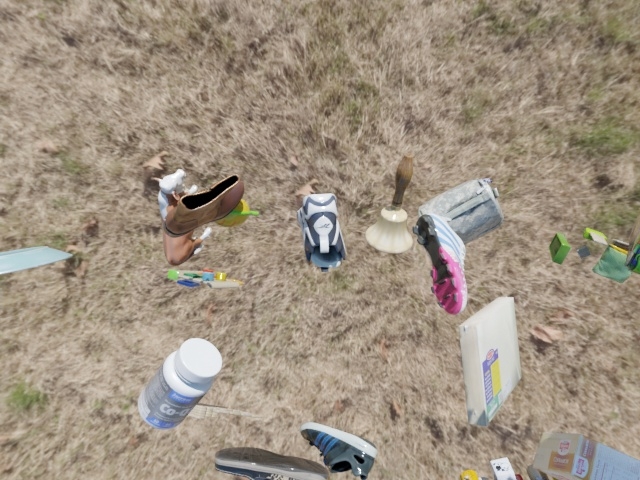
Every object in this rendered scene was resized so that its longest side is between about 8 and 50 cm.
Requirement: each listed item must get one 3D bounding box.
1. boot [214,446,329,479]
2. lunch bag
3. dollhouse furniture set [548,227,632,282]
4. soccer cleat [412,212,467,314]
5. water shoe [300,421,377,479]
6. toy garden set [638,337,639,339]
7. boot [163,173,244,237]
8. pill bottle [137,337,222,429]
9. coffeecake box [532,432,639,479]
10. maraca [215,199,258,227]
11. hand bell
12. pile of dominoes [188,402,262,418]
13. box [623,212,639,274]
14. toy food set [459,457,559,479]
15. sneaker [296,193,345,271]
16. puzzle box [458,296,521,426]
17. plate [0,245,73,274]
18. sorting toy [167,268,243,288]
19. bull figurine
[{"bbox_3d":[-0.181,0.842,1.494,0.377,0.138,0.285,14,85,-10],"label":"boot"},{"bbox_3d":[0.527,-0.095,1.749,0.305,0.256,0.213,-29,78,16],"label":"lunch bag"},{"bbox_3d":[0.485,0.031,0.806,0.151,0.059,0.076,20,119,7],"label":"dollhouse furniture set"},{"bbox_3d":[0.390,0.059,1.380,0.143,0.116,0.332,2,60,-27],"label":"soccer cleat"},{"bbox_3d":[0.022,0.441,0.973,0.073,0.203,0.080,46,55,-32],"label":"water shoe"},{"bbox_3d":[0.544,0.075,0.643,0.049,0.244,0.204,43,71,3],"label":"toy garden set"},{"bbox_3d":[-0.263,-0.120,1.156,0.264,0.280,0.096,-29,91,-31],"label":"boot"},{"bbox_3d":[-0.206,0.211,0.682,0.078,0.078,0.137,40,117,1],"label":"pill bottle"},{"bbox_3d":[0.473,0.386,0.755,0.185,0.142,0.068,23,71,10],"label":"coffeecake box"},{"bbox_3d":[-0.266,-0.089,1.402,0.127,0.185,0.099,13,97,21],"label":"maraca"},{"bbox_3d":[0.189,-0.100,1.135,0.126,0.126,0.242,9,127,3],"label":"hand bell"},{"bbox_3d":[-0.353,0.598,1.597,0.195,0.251,0.040,-2,67,33],"label":"pile of dominoes"},{"bbox_3d":[0.430,-0.069,0.317,0.279,0.177,0.290,27,119,27],"label":"box"},{"bbox_3d":[0.441,0.561,1.033,0.232,0.105,0.111,-12,126,0],"label":"toy food set"},{"bbox_3d":[0.000,0.000,1.027,0.093,0.235,0.153,-2,78,-10],"label":"sneaker"},{"bbox_3d":[0.513,0.336,1.373,0.052,0.408,0.272,-5,92,36],"label":"puzzle box"},{"bbox_3d":[-0.467,0.031,0.675,0.188,0.188,0.024,-8,96,3],"label":"plate"},{"bbox_3d":[-0.439,0.140,1.812,0.195,0.347,0.047,14,92,28],"label":"sorting toy"},{"bbox_3d":[-0.429,-0.078,1.437,0.101,0.188,0.311,17,112,23],"label":"bull figurine"}]
